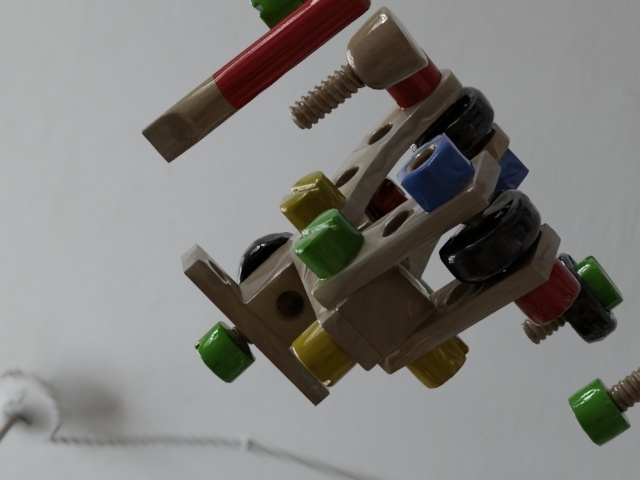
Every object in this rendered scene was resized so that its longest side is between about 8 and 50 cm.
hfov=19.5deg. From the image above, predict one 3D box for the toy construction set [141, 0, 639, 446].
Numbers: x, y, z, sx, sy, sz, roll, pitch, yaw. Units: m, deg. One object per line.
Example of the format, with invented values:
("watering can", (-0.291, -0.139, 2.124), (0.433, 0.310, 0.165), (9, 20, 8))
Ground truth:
("toy construction set", (0.000, 0.000, 1.081), (0.237, 0.257, 0.309), (-36, -47, 11))
